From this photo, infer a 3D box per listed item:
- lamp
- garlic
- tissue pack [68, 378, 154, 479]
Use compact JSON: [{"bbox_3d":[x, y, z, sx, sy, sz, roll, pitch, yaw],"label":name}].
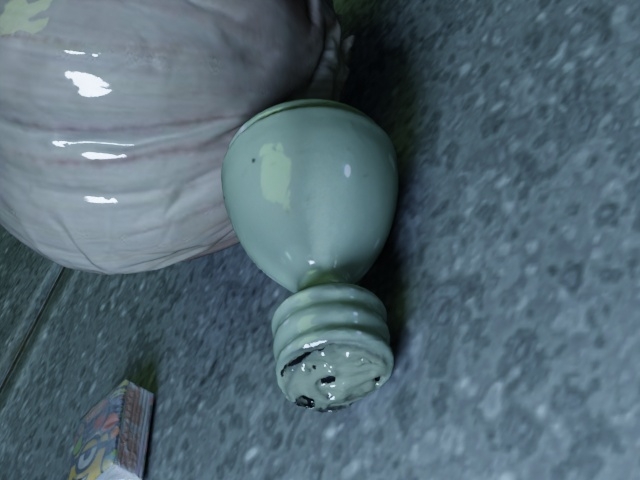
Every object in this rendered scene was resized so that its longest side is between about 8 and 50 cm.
[{"bbox_3d":[0.000,0.000,0.640,0.106,0.106,0.193,-42,39,30],"label":"lamp"},{"bbox_3d":[-0.109,-0.130,0.776,0.317,0.259,0.317,12,-90,-86],"label":"garlic"},{"bbox_3d":[-0.150,0.148,0.803,0.063,0.035,0.083,-44,29,26],"label":"tissue pack"}]
